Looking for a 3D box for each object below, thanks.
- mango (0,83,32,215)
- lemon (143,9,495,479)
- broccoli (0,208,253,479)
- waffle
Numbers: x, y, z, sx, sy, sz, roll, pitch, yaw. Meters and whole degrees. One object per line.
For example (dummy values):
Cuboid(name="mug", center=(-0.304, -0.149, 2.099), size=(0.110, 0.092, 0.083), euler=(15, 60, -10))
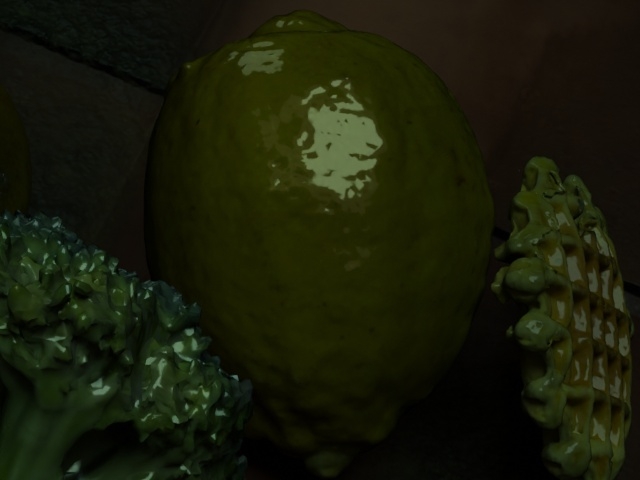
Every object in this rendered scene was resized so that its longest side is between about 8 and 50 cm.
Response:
Cuboid(name="mango", center=(-0.292, -0.068, 1.399), size=(0.137, 0.098, 0.195), euler=(22, 52, -37))
Cuboid(name="lemon", center=(0.000, -0.008, 1.343), size=(0.285, 0.285, 0.316), euler=(-29, 77, -35))
Cuboid(name="broccoli", center=(-0.201, 0.154, 1.030), size=(0.397, 0.275, 0.353), euler=(-22, 84, -54))
Cuboid(name="waffle", center=(0.202, 0.068, 1.386), size=(0.056, 0.250, 0.261), euler=(-12, 29, 21))
